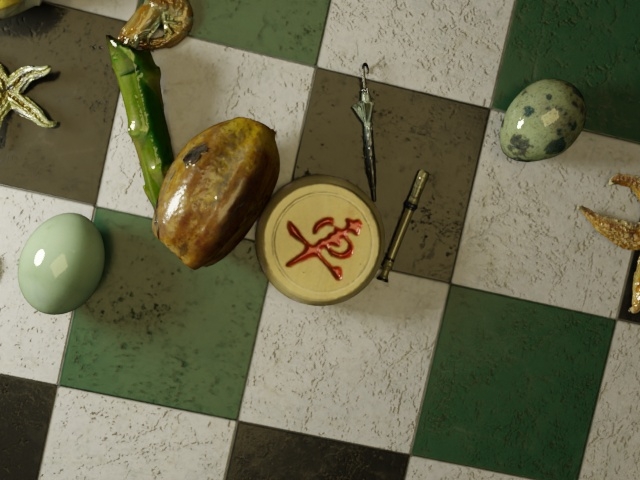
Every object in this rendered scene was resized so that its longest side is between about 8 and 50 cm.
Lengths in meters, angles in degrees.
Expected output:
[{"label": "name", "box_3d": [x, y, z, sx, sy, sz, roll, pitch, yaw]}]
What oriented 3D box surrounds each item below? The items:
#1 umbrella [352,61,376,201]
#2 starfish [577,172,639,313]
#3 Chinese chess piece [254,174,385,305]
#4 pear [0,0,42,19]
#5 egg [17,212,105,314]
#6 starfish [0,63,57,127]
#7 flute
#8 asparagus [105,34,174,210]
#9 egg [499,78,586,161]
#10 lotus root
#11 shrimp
[{"label": "umbrella", "box_3d": [0.088, -0.208, 1.843, 0.044, 0.044, 0.269, -2, 94, 25]}, {"label": "starfish", "box_3d": [0.669, 0.007, 1.905, 0.299, 0.060, 0.303, -10, 96, -7]}, {"label": "Chinese chess piece", "box_3d": [0.000, 0.000, 1.821, 0.250, 0.097, 0.251, 0, 94, -5]}, {"label": "pear", "box_3d": [-0.585, -0.518, 1.656, 0.271, 0.271, 0.271, 0, 94, -5]}, {"label": "egg", "box_3d": [-0.473, 0.042, 1.752, 0.149, 0.149, 0.192, 20, 94, -7]}, {"label": "starfish", "box_3d": [-0.588, -0.257, 1.767, 0.208, 0.053, 0.176, 17, 93, -3]}, {"label": "flute", "box_3d": [0.162, -0.029, 1.869, 0.027, 0.027, 0.233, 21, 92, -7]}, {"label": "asparagus", "box_3d": [-0.321, -0.217, 1.772, 0.085, 0.082, 0.343, -22, 106, -28]}, {"label": "egg", "box_3d": [0.422, -0.225, 1.826, 0.181, 0.141, 0.141, -43, 97, 8]}, {"label": "lotus root", "box_3d": [-0.191, -0.098, 1.755, 0.193, 0.193, 0.291, 33, 92, -7]}, {"label": "shrimp", "box_3d": [-0.316, -0.395, 1.796, 0.180, 0.041, 0.099, -42, 112, -2]}]
